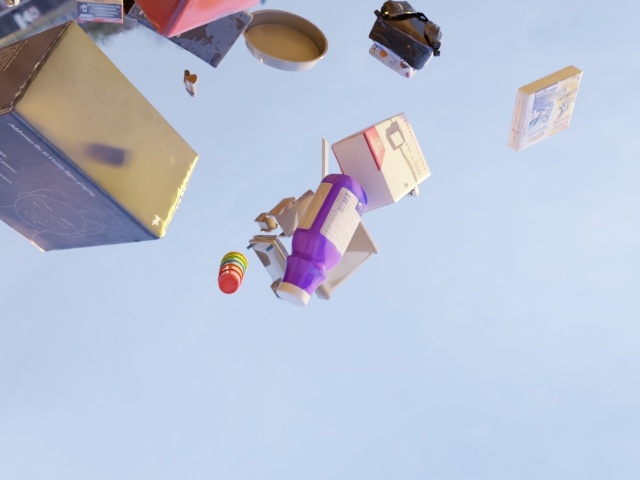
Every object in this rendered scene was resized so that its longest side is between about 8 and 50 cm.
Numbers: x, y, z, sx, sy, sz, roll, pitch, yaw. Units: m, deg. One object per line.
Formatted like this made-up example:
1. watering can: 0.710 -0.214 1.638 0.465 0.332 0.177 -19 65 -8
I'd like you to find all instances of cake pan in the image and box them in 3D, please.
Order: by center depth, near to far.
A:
1. cake pan: -0.121 -0.655 2.162 0.293 0.293 0.054 -55 172 -43

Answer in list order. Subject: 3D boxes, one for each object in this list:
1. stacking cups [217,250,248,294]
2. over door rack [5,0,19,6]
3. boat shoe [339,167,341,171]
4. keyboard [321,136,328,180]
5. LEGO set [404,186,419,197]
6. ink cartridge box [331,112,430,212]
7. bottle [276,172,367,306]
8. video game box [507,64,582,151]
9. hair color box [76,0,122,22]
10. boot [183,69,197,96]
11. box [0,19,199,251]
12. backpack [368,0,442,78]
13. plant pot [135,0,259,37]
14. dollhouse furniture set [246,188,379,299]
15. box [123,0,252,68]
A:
1. stacking cups: -0.289 0.111 2.102 0.096 0.096 0.316 -27 -170 3
2. over door rack: -0.991 -0.754 1.745 0.108 0.324 0.239 -6 -155 39
3. boat shoe: 0.119 -0.214 1.864 0.133 0.049 0.042 -9 171 -18
4. keyboard: 0.013 -0.183 2.012 0.014 0.256 0.072 0 172 8
5. LEGO set: 0.172 -0.151 1.760 0.227 0.093 0.087 5 -131 30
6. ink cartridge box: 0.146 -0.185 1.526 0.100 0.172 0.237 -18 -170 34
7. bottle: 0.000 0.000 1.359 0.092 0.118 0.283 9 -117 39
8. video game box: 0.614 -0.361 1.806 0.205 0.187 0.048 -26 -129 -21
9. hair color box: -0.473 -0.541 1.404 0.093 0.053 0.167 -2 -124 -17
10. boot: -0.458 -0.551 2.337 0.042 0.087 0.118 -17 -137 -17
11. box: -0.662 -0.226 1.653 0.472 0.480 0.297 -3 -126 33
12. backpack: 0.319 -0.737 2.408 0.263 0.276 0.213 -50 178 -46
13. plant pot: -0.210 -0.561 1.138 0.267 0.267 0.236 -39 -175 -42
14. dollhouse furniture set: -0.055 -0.006 1.718 0.198 0.286 0.303 -41 -158 -27
15. box: -0.379 -0.637 1.679 0.183 0.294 0.296 -49 -126 15
